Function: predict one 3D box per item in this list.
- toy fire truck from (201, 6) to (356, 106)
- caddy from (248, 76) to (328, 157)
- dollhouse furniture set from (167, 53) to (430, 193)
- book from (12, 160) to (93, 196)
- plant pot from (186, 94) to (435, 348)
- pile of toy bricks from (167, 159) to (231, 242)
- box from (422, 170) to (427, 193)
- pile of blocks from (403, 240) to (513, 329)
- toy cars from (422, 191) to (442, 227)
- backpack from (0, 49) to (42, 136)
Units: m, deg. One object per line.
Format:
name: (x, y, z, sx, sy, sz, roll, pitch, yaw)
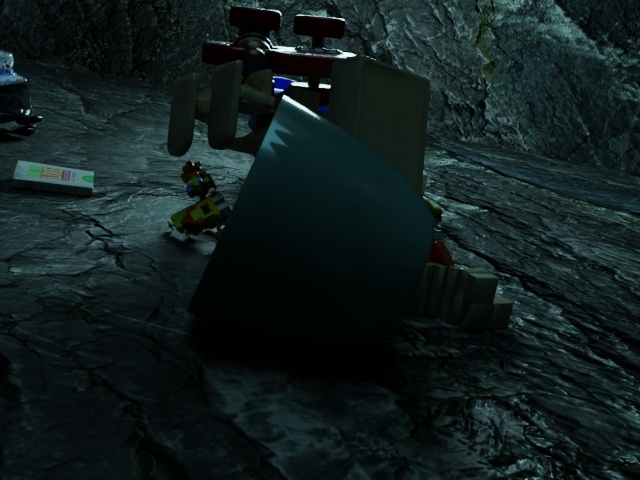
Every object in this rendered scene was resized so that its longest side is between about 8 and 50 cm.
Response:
toy fire truck: (-0.066, -0.336, 1.446, 0.302, 0.169, 0.254, 5, 14, -7)
caddy: (-0.016, -0.272, 1.901, 0.341, 0.179, 0.241, 19, 36, -22)
dollhouse furniture set: (-0.016, -0.141, 1.352, 0.362, 0.256, 0.394, 9, -6, -39)
book: (-0.514, -0.115, 1.513, 0.144, 0.035, 0.096, 6, 20, -18)
plant pot: (0.000, 0.000, 0.981, 0.235, 0.293, 0.293, 24, 14, -7)
pile of toy bricks: (-0.216, -0.046, 1.360, 0.105, 0.118, 0.212, -29, 37, -7)
box: (0.095, -0.129, 1.783, 0.275, 0.113, 0.094, 7, 17, -6)
pile of blocks: (0.118, 0.038, 1.204, 0.362, 0.112, 0.149, 12, 16, 5)
toy cars: (0.079, -0.089, 1.649, 0.394, 0.087, 0.176, 8, 21, -7)
backpack: (-0.840, -0.353, 1.850, 0.277, 0.213, 0.263, -7, 12, -39)
